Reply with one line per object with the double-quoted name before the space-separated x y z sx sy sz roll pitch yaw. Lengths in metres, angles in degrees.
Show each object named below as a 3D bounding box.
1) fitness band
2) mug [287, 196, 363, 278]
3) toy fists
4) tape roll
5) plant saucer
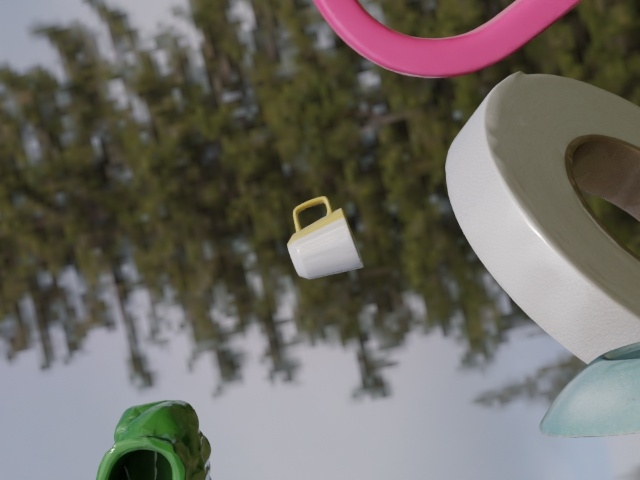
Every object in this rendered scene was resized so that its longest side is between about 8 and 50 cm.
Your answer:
"fitness band" 0.120 -0.251 1.428 0.209 0.291 0.054 51 180 -7
"mug" 0.001 0.004 1.915 0.078 0.064 0.062 -107 -6 -55
"toy fists" -0.143 0.265 1.542 0.142 0.096 0.279 -22 -62 -79
"tape roll" 0.296 -0.004 1.826 0.392 0.072 0.392 25 -146 -18
"plant saucer" 0.220 0.077 1.142 0.195 0.195 0.037 -18 -84 -78
